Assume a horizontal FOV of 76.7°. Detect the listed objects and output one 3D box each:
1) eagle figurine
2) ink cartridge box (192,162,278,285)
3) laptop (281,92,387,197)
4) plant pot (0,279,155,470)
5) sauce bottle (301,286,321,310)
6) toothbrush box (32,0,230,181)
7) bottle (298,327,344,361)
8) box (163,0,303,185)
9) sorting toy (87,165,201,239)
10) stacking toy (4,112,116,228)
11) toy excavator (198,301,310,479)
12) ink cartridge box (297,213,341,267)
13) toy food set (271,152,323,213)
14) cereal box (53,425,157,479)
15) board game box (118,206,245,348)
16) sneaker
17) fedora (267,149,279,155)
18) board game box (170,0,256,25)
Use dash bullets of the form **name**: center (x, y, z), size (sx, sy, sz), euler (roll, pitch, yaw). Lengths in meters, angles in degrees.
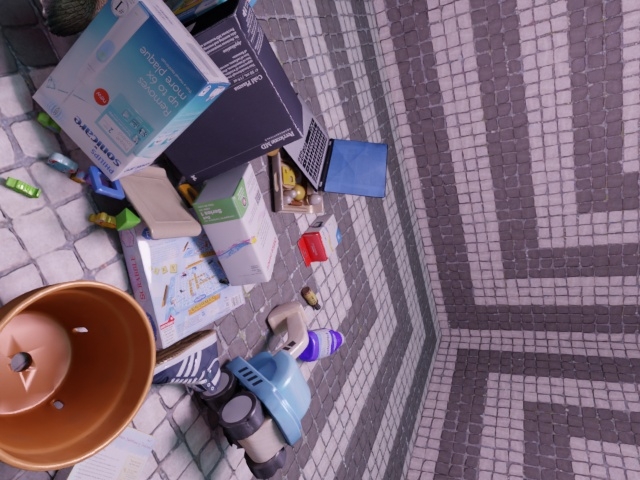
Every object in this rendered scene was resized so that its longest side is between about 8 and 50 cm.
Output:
- **eagle figurine**: center (-0.440, -0.527, 0.825), size (0.225, 0.226, 0.298), euler (6, 45, -42)
- **ink cartridge box**: center (-0.220, -0.041, 1.122), size (0.201, 0.117, 0.278), euler (-84, 162, -55)
- **laptop**: center (0.072, -0.393, 1.643), size (0.408, 0.237, 0.381), euler (50, 35, -34)
- **plant pot**: center (-0.474, 0.217, 0.700), size (0.291, 0.204, 0.290), euler (18, 70, -60)
- **sauce bottle**: center (-0.034, 0.241, 1.662), size (0.128, 0.042, 0.042), euler (57, 39, -37)
- **toothbrush box**: center (-0.368, -0.297, 0.800), size (0.216, 0.296, 0.126), euler (51, 20, -11)
- **bottle**: center (0.008, 0.419, 1.657), size (0.283, 0.092, 0.118), euler (13, 74, -60)
- **box**: center (-0.262, -0.354, 1.000), size (0.178, 0.344, 0.312), euler (-94, 159, -46)
- **sorting toy**: center (-0.384, -0.085, 0.943), size (0.196, 0.047, 0.348), euler (57, 17, 7)
- **stacking toy**: center (-0.507, -0.141, 0.852), size (0.221, 0.052, 0.166), euler (36, 55, -53)
- **toy excavator**: center (-0.133, 0.397, 1.235), size (0.445, 0.433, 0.222), euler (-33, 118, -27)
- **ink cartridge box**: center (0.000, 0.000, 1.723), size (0.231, 0.078, 0.134), euler (-54, 131, -50)
- **toy food set**: center (-0.081, -0.220, 1.594), size (0.306, 0.093, 0.219), euler (-4, 89, -62)
- **cereal box**: center (-0.463, 0.506, 0.835), size (0.173, 0.047, 0.240), euler (56, 40, -42)
- **board game box**: center (-0.352, 0.074, 1.083), size (0.319, 0.066, 0.317), euler (-23, 105, -60)
- **sneaker**: center (-0.351, 0.339, 1.014), size (0.282, 0.099, 0.153), euler (-19, 101, -64)
- **fedora**: center (-0.213, -0.374, 1.389), size (0.194, 0.079, 0.194), euler (40, 41, -48)
- **board game box**: center (-0.293, -0.649, 1.109), size (0.079, 0.254, 0.335), euler (54, 41, -42)
